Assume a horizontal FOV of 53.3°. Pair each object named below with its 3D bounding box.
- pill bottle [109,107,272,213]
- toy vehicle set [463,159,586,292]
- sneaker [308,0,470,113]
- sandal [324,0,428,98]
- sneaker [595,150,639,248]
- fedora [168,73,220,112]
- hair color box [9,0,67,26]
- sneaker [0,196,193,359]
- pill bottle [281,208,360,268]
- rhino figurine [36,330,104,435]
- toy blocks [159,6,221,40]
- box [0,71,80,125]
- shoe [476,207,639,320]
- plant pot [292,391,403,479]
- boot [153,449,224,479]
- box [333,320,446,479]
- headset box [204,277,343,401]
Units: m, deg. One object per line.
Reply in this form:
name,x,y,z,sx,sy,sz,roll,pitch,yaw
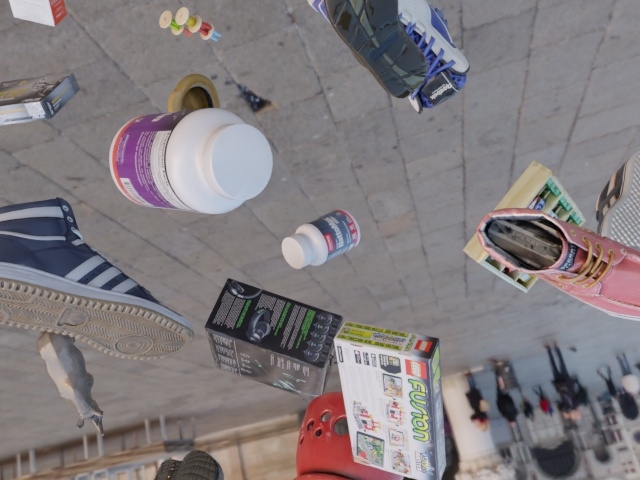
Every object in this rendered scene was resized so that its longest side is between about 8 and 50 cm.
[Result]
pill bottle,-0.233,-0.142,1.147,0.181,0.182,0.323,7,-179,-44
toy vehicle set,0.336,-0.011,1.023,0.166,0.035,0.267,-54,146,9
sneaker,0.138,-0.303,0.968,0.127,0.182,0.315,-40,149,27
sandal,0.067,-0.270,0.800,0.090,0.060,0.219,-40,135,8
sneaker,0.700,-0.052,1.458,0.126,0.321,0.127,29,151,6
fedora,-0.361,-0.364,1.761,0.079,0.194,0.194,17,178,33
hair color box,-0.561,-0.511,1.235,0.093,0.053,0.167,15,140,5
sneaker,-0.287,0.046,0.798,0.282,0.153,0.099,24,124,-36
pill bottle,0.000,0.000,1.549,0.180,0.108,0.108,-26,171,-37
rhino figurine,-0.483,0.276,1.249,0.073,0.243,0.106,-26,-179,-18
toy blocks,-0.377,-0.622,1.869,0.123,0.054,0.148,5,174,35
box,-0.794,-0.379,1.716,0.231,0.183,0.056,-3,128,13
shoe,0.217,0.021,0.536,0.178,0.064,0.081,25,-169,22
plant pot,0.048,0.372,1.051,0.191,0.174,0.191,10,134,10
boot,-0.188,0.447,1.142,0.161,0.083,0.246,34,148,-21
box,0.085,0.193,0.747,0.114,0.036,0.207,8,125,25
headset box,-0.090,0.231,1.409,0.283,0.131,0.246,17,150,9
